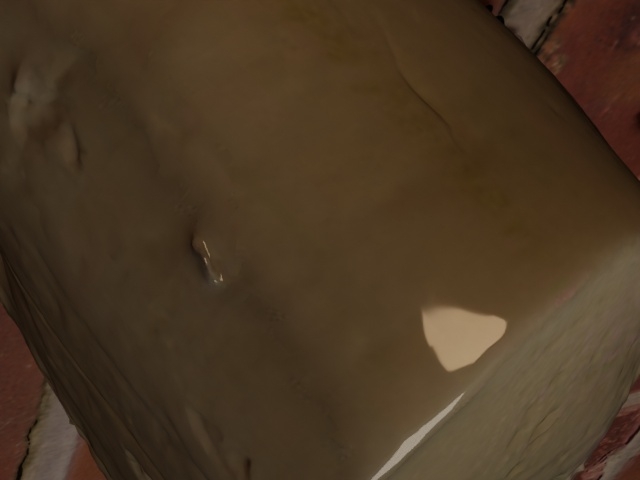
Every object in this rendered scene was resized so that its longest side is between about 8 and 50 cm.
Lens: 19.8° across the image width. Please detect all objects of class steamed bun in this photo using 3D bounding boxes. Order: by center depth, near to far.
[{"bbox_3d":[-0.004,0.003,0.975,0.290,0.371,0.456,-33,163,-17],"label":"steamed bun"}]

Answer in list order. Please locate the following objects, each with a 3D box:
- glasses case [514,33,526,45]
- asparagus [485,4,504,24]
[{"bbox_3d":[0.109,-0.109,1.235,0.032,0.021,0.083,-7,150,-35],"label":"glasses case"},{"bbox_3d":[0.000,0.000,1.234,0.382,0.128,0.108,-37,159,22],"label":"asparagus"}]
